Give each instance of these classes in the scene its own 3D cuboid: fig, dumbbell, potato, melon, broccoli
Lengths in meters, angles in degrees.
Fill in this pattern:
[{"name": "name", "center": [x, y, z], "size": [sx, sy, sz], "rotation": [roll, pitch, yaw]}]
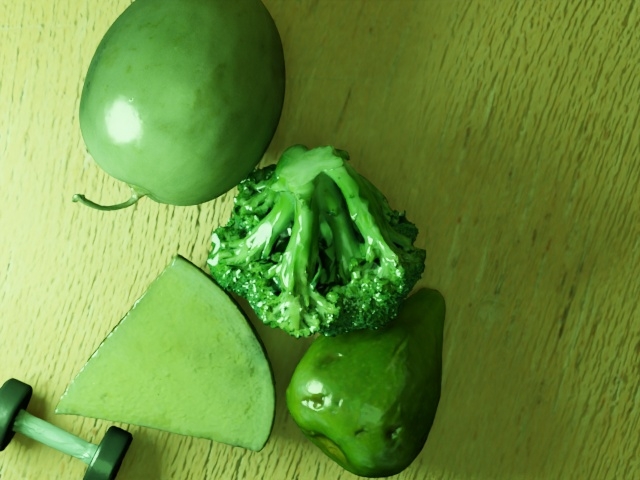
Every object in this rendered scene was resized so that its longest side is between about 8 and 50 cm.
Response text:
[{"name": "fig", "center": [0.092, 0.173, 1.650], "size": [0.206, 0.206, 0.275], "rotation": [43, 71, -3]}, {"name": "dumbbell", "center": [-0.360, 0.270, 1.683], "size": [0.191, 0.100, 0.100], "rotation": [26, 94, -2]}, {"name": "potato", "center": [-0.177, 0.194, 1.670], "size": [0.255, 0.112, 0.269], "rotation": [40, 92, -5]}, {"name": "melon", "center": [-0.171, -0.186, 1.565], "size": [0.272, 0.272, 0.308], "rotation": [24, 108, -2]}, {"name": "broccoli", "center": [0.000, 0.000, 1.583], "size": [0.295, 0.265, 0.245], "rotation": [9, 128, 36]}]
